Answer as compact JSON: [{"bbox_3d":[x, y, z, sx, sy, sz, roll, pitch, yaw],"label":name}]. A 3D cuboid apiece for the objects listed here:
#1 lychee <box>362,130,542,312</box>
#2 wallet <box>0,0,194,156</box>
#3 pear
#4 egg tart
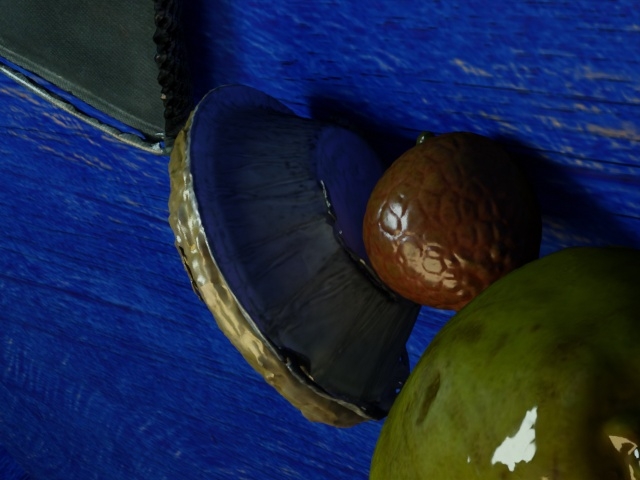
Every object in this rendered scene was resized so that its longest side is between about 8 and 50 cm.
[{"bbox_3d":[0.070,-0.011,1.124,0.140,0.101,0.114,30,154,38],"label":"lychee"},{"bbox_3d":[-0.184,-0.208,1.290,0.237,0.075,0.342,32,155,16],"label":"wallet"},{"bbox_3d":[0.158,0.133,1.019,0.269,0.269,0.321,38,172,19],"label":"pear"},{"bbox_3d":[0.000,0.000,1.202,0.094,0.234,0.234,-29,110,24],"label":"egg tart"}]
